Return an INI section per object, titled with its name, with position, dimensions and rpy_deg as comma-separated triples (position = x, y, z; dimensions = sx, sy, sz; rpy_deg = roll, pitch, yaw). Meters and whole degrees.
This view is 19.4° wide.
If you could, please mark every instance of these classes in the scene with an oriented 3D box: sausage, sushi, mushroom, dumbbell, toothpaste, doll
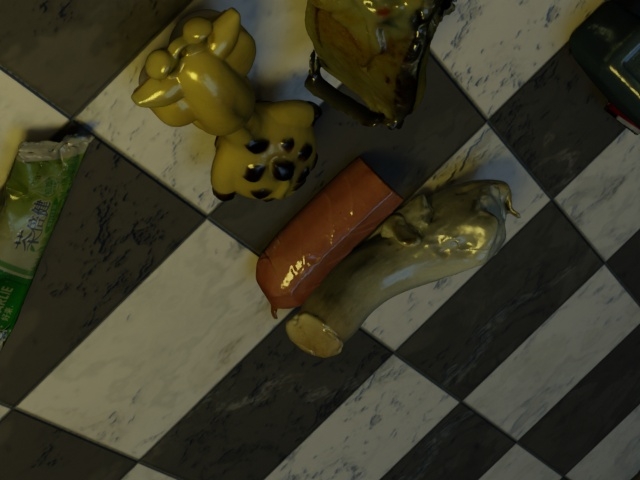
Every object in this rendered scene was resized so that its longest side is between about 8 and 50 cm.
[sausage]
position = -0.001, -0.001, 1.786
dimensions = 0.169, 0.065, 0.065
rpy_deg = -44, 152, 3
[sushi]
position = 0.055, -0.228, 1.501
dimensions = 0.131, 0.139, 0.291
rpy_deg = -45, 160, -40
[mushroom]
position = 0.084, 0.025, 1.895
dimensions = 0.278, 0.096, 0.099
rpy_deg = -30, 148, -13
[dumbbell]
position = 0.404, -0.249, 1.866
dimensions = 0.316, 0.156, 0.143
rpy_deg = -45, 122, 4
[toothpaste]
position = -0.252, 0.015, 1.509
dimensions = 0.078, 0.047, 0.248
rpy_deg = -9, 136, -48
[doll]
position = -0.073, -0.104, 1.527
dimensions = 0.117, 0.086, 0.291
rpy_deg = -47, 154, -1

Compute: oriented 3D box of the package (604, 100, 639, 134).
[package]
position = 0.398, -0.220, 2.015
dimensions = 0.239, 0.030, 0.154
rpy_deg = -48, 153, 9
